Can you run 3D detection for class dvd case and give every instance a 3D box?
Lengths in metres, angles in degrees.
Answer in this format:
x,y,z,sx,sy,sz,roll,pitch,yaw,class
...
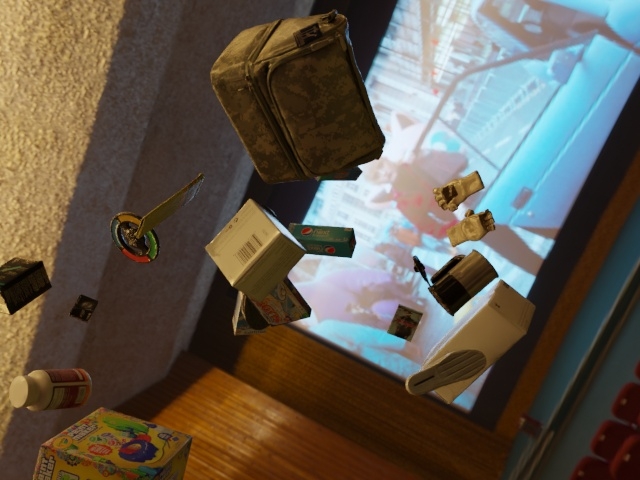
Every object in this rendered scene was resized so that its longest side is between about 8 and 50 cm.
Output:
x,y,z,sx,sy,sz,roll,pitch,yaw,class
0.281,0.275,2.073,0.013,0.087,0.119,-64,-6,-65,dvd case

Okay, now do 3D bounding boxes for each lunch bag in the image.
x,y,z,sx,sy,sz,roll,pitch,yaw,class
-0.027,-0.276,1.205,0.305,0.256,0.212,65,-147,-35,lunch bag

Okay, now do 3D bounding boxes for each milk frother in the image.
x,y,z,sx,sy,sz,roll,pitch,yaw,class
0.287,0.064,1.352,0.135,0.129,0.143,-41,-47,-3,milk frother

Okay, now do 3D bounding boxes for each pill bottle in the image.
x,y,z,sx,sy,sz,roll,pitch,yaw,class
-0.577,0.319,1.331,0.152,0.086,0.086,17,-82,-57,pill bottle

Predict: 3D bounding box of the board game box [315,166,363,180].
x,y,z,sx,sy,sz,roll,pitch,yaw,class
0.018,-0.255,1.954,0.210,0.160,0.047,-9,-37,-53,board game box

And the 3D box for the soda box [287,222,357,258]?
x,y,z,sx,sy,sz,roll,pitch,yaw,class
0.000,0.000,1.908,0.071,0.210,0.067,74,-151,-45,soda box

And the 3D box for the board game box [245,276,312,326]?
x,y,z,sx,sy,sz,roll,pitch,yaw,class
-0.131,0.162,1.787,0.201,0.136,0.035,55,-151,-34,board game box

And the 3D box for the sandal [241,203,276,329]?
x,y,z,sx,sy,sz,roll,pitch,yaw,class
-0.196,0.083,2.012,0.167,0.107,0.445,-15,-60,-27,sandal

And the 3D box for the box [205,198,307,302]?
x,y,z,sx,sy,sz,roll,pitch,yaw,class
-0.165,0.025,1.580,0.181,0.182,0.119,-47,-43,3,box

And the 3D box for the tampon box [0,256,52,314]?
x,y,z,sx,sy,sz,roll,pitch,yaw,class
-0.930,0.134,1.887,0.161,0.120,0.101,-47,-43,-52,tampon box

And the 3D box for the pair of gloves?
x,y,z,sx,sy,sz,roll,pitch,yaw,class
0.508,-0.107,2.210,0.042,0.240,0.204,-8,-9,-43,pair of gloves

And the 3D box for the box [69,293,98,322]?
x,y,z,sx,sy,sz,roll,pitch,yaw,class
-0.811,0.233,2.132,0.018,0.067,0.083,-54,14,52,box

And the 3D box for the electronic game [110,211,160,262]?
x,y,z,sx,sy,sz,roll,pitch,yaw,class
-0.736,-0.010,2.466,0.048,0.229,0.229,-52,-18,-52,electronic game

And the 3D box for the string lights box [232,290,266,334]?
x,y,z,sx,sy,sz,roll,pitch,yaw,class
-0.265,0.266,2.456,0.259,0.133,0.076,107,155,-44,string lights box

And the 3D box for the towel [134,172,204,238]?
x,y,z,sx,sy,sz,roll,pitch,yaw,class
-0.406,-0.097,1.681,0.237,0.021,0.102,-46,-5,-41,towel

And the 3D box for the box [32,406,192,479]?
x,y,z,sx,sy,sz,roll,pitch,yaw,class
-0.519,0.586,1.572,0.290,0.279,0.177,-20,-55,-81,box

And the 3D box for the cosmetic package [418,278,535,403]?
x,y,z,sx,sy,sz,roll,pitch,yaw,class
0.508,0.329,2.037,0.385,0.156,0.217,-53,-9,33,cosmetic package

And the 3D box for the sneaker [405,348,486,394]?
x,y,z,sx,sy,sz,roll,pitch,yaw,class
0.380,0.399,1.910,0.258,0.094,0.091,-20,-11,3,sneaker
